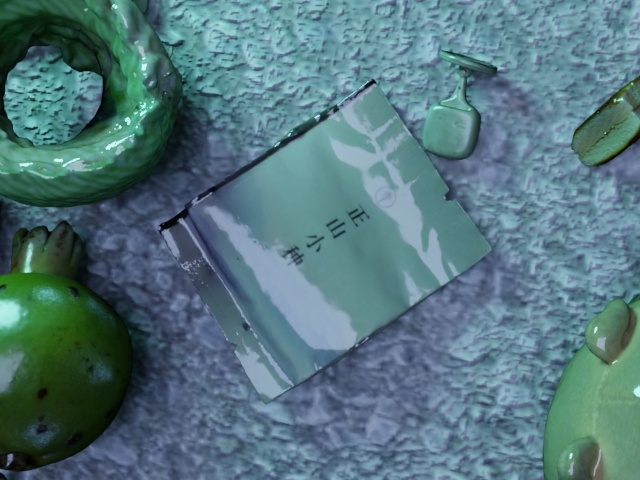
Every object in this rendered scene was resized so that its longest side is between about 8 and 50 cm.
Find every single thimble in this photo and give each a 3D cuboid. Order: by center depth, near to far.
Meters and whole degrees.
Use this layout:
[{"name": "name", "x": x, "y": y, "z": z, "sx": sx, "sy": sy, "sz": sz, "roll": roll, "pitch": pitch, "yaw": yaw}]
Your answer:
[{"name": "thimble", "x": -0.235, "y": -0.134, "z": 0.850, "sx": 0.219, "sy": 0.150, "sz": 0.219, "roll": 0, "pitch": 88, "yaw": -7}]

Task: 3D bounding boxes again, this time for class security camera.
[{"name": "security camera", "x": 0.122, "y": -0.120, "z": 0.842, "sx": 0.058, "sy": 0.058, "sz": 0.092, "roll": 20, "pitch": 107, "yaw": 14}]

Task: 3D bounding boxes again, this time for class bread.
[{"name": "bread", "x": 0.262, "y": -0.106, "z": 0.794, "sx": 0.109, "sy": 0.062, "sz": 0.043, "roll": -40, "pitch": 81, "yaw": 14}]

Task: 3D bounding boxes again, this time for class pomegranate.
[{"name": "pomegranate", "x": -0.277, "y": 0.096, "z": 0.884, "sx": 0.202, "sy": 0.202, "sz": 0.248, "roll": -9, "pitch": 57, "yaw": 14}]

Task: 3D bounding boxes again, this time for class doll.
[{"name": "doll", "x": 0.347, "y": 0.162, "z": 0.681, "sx": 0.349, "sy": 0.247, "sz": 0.247, "roll": 17, "pitch": 94, "yaw": 7}]

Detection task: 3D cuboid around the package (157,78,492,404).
[{"name": "package", "x": 0.000, "y": 0.000, "z": 0.865, "sx": 0.251, "sy": 0.062, "sz": 0.204, "roll": -34, "pitch": 81, "yaw": 5}]

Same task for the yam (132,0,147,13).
[{"name": "yam", "x": -0.303, "y": -0.232, "z": 0.949, "sx": 0.264, "sy": 0.046, "sz": 0.046, "roll": -5, "pitch": 88, "yaw": 13}]

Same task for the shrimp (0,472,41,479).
[{"name": "shrimp", "x": -0.256, "y": 0.276, "z": 0.936, "sx": 0.174, "sy": 0.076, "sz": 0.082, "roll": 12, "pitch": 52, "yaw": 19}]
